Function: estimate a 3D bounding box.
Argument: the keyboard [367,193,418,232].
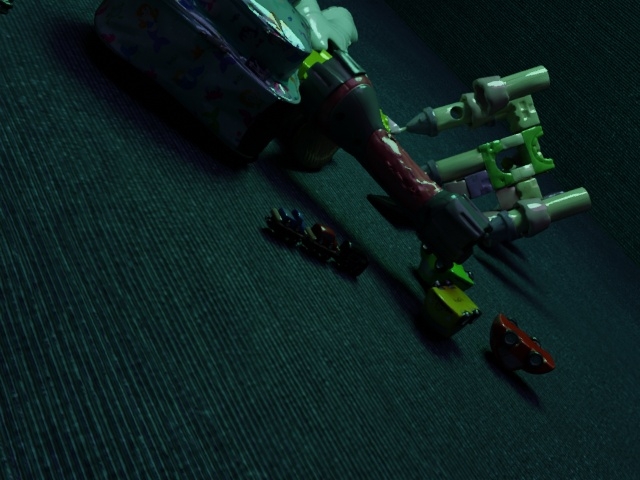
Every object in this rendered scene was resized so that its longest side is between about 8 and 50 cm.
[{"bbox_3d":[0.144,-0.037,1.582,0.100,0.038,0.192,23,10,25],"label":"keyboard"}]

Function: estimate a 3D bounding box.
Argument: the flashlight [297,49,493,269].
[{"bbox_3d":[0.094,-0.104,1.295,0.304,0.103,0.103,48,29,13],"label":"flashlight"}]

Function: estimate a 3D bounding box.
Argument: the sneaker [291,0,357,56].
[{"bbox_3d":[0.007,-0.416,2.111,0.129,0.111,0.297,60,24,7],"label":"sneaker"}]

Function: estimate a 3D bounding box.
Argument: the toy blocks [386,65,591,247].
[{"bbox_3d":[0.280,-0.123,1.820,0.309,0.260,0.289,155,-84,-83],"label":"toy blocks"}]

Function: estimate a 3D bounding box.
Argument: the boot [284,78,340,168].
[{"bbox_3d":[-0.059,-0.194,1.473,0.206,0.090,0.248,30,20,10],"label":"boot"}]

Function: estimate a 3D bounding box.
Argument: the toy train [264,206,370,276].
[{"bbox_3d":[0.000,0.000,1.153,0.158,0.036,0.027,27,22,-39],"label":"toy train"}]

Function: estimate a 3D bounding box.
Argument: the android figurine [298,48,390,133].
[{"bbox_3d":[0.022,-0.280,1.852,0.273,0.056,0.248,37,17,-7],"label":"android figurine"}]

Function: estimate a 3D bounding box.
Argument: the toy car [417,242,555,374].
[{"bbox_3d":[0.182,0.076,1.333,0.239,0.053,0.225,29,21,-36],"label":"toy car"}]

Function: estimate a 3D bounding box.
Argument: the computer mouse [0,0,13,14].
[{"bbox_3d":[-0.401,-0.355,1.076,0.188,0.072,0.272,34,38,-33],"label":"computer mouse"}]

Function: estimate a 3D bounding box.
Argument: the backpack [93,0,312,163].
[{"bbox_3d":[-0.137,-0.243,1.223,0.253,0.191,0.225,32,20,-14],"label":"backpack"}]
